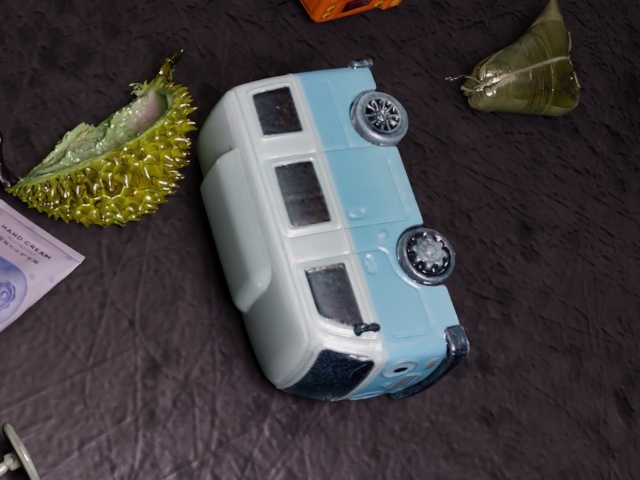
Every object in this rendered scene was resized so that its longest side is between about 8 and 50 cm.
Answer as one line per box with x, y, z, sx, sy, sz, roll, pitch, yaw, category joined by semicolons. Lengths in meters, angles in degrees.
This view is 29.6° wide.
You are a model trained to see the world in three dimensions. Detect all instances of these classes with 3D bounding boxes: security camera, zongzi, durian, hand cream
-0.250;0.178;0.866;0.092;0.058;0.058;-30;79;-18;security camera
0.179;-0.189;1.201;0.154;0.062;0.131;1;76;-21;zongzi
-0.159;-0.085;1.011;0.100;0.086;0.215;37;55;14;durian
-0.252;0.031;0.934;0.084;0.053;0.142;35;48;-2;hand cream

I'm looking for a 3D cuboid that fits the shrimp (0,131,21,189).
-0.290;-0.169;1.002;0.117;0.066;0.262;-31;83;-32;shrimp

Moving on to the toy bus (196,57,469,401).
0.000;0.000;0.999;0.164;0.133;0.271;-8;69;-26;toy bus

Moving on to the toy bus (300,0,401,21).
-0.018;-0.383;1.172;0.153;0.143;0.329;-23;78;-30;toy bus

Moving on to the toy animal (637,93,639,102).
0.428;-0.131;1.249;0.245;0.114;0.146;-11;70;-26;toy animal
